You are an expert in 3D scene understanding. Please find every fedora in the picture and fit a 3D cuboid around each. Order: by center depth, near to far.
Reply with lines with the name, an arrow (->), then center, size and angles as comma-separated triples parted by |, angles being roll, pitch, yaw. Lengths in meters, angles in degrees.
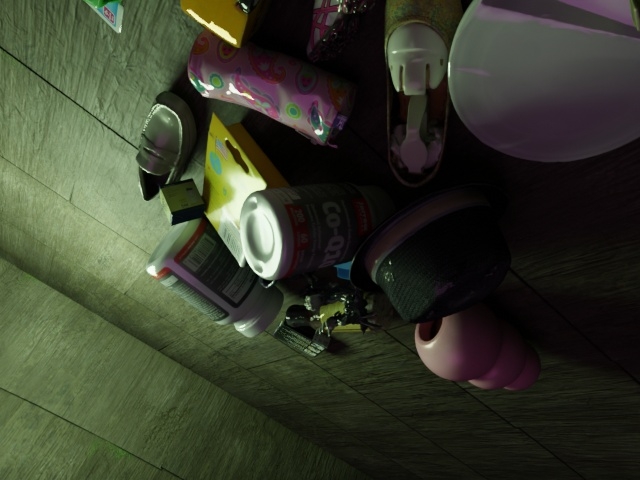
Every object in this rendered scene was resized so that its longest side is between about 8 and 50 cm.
fedora -> 0.222, 0.047, 0.804 | 0.333, 0.153, 0.334 | -16, 147, -11

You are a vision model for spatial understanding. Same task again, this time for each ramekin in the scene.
ramekin -> 0.305, -0.243, 0.539 | 0.272, 0.127, 0.273 | 16, 143, 12

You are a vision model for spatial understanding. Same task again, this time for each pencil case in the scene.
pencil case -> -0.078, -0.261, 0.744 | 0.284, 0.124, 0.124 | 24, 144, 2

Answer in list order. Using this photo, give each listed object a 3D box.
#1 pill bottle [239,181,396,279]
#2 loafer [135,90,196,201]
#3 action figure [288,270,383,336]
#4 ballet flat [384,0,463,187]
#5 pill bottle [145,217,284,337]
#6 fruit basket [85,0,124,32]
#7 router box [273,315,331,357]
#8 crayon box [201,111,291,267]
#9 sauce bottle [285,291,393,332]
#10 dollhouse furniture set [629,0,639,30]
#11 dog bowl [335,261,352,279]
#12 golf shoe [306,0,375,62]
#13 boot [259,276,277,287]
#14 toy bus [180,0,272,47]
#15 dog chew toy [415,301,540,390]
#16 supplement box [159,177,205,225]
pill bottle -> 0.004, -0.029, 0.834 | 0.161, 0.283, 0.162 | 18, 113, 49
loafer -> -0.359, -0.198, 0.991 | 0.112, 0.112, 0.319 | 28, 144, -4
action figure -> 0.028, 0.168, 1.119 | 0.275, 0.140, 0.164 | 28, 144, 47
ballet flat -> 0.150, -0.223, 0.664 | 0.123, 0.123, 0.349 | 10, 141, 19
pill bottle -> -0.292, 0.111, 1.253 | 0.210, 0.210, 0.363 | -21, 124, 44
fruit basket -> -0.385, -0.515, 0.575 | 0.353, 0.166, 0.327 | 40, 141, -14
router box -> -0.069, 0.344, 1.550 | 0.178, 0.046, 0.133 | 30, 144, -6
crayon box -> -0.169, -0.105, 0.950 | 0.202, 0.081, 0.319 | 53, 148, 16
sauce bottle -> 0.041, 0.213, 1.270 | 0.344, 0.111, 0.111 | -10, 132, 37
dollhouse furniture set -> 0.317, -0.237, 0.384 | 0.076, 0.059, 0.152 | -11, 130, 37
dog bowl -> 0.000, 0.000, 1.062 | 0.297, 0.074, 0.166 | 13, 142, 14
golf shoe -> 0.023, -0.345, 0.643 | 0.086, 0.067, 0.186 | 62, 148, 7
boot -> -0.092, 0.047, 1.037 | 0.069, 0.086, 0.190 | 29, 144, -4
toy bus -> -0.084, -0.413, 0.550 | 0.108, 0.130, 0.333 | 33, 143, -9
dog chew toy -> 0.399, 0.267, 1.069 | 0.331, 0.207, 0.206 | 27, 145, -17
supplement box -> -0.333, -0.093, 1.044 | 0.083, 0.083, 0.056 | 62, 150, 15
